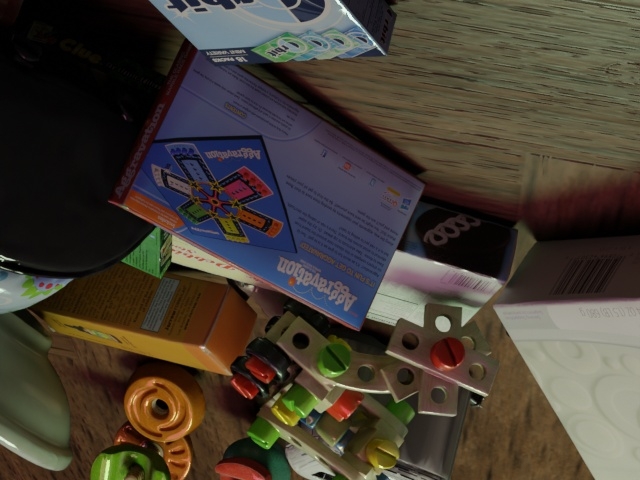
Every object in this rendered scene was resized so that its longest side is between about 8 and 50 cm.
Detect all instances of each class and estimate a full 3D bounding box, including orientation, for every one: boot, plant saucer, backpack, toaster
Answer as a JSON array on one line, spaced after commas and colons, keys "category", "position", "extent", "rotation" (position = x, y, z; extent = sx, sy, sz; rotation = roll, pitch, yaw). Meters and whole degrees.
[{"category": "boot", "position": [-0.041, 0.046, 1.955], "extent": [0.118, 0.042, 0.087], "rotation": [15, 155, -7]}, {"category": "plant saucer", "position": [-0.383, 0.071, 1.990], "extent": [0.400, 0.100, 0.400], "rotation": [42, 177, 2]}, {"category": "backpack", "position": [-0.347, -0.056, 1.586], "extent": [0.355, 0.273, 0.290], "rotation": [21, 178, 38]}, {"category": "toaster", "position": [0.066, 0.199, 2.114], "extent": [0.227, 0.146, 0.129], "rotation": [23, 156, -22]}]

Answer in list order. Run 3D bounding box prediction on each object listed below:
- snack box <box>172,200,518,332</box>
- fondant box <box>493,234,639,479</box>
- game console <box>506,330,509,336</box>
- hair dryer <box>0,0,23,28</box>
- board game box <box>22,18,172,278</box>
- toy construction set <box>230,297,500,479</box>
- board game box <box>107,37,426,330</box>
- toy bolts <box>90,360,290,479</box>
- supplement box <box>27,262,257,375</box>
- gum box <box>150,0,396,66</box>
[{"category": "snack box", "position": [0.000, 0.000, 1.802], "extent": [0.322, 0.060, 0.187], "rotation": [16, 157, -8]}, {"category": "fondant box", "position": [0.336, 0.146, 1.744], "extent": [0.238, 0.096, 0.330], "rotation": [-5, 128, 44]}, {"category": "game console", "position": [0.352, 0.086, 1.839], "extent": [0.361, 0.044, 0.213], "rotation": [-7, 150, 39]}, {"category": "hair dryer", "position": [-0.366, -0.216, 1.522], "extent": [0.294, 0.080, 0.223], "rotation": [12, 172, 18]}, {"category": "board game box", "position": [-0.189, -0.073, 1.673], "extent": [0.136, 0.030, 0.259], "rotation": [22, 146, 9]}, {"category": "toy construction set", "position": [0.029, 0.150, 1.868], "extent": [0.215, 0.151, 0.327], "rotation": [41, 148, 0]}, {"category": "board game box", "position": [-0.037, -0.041, 1.608], "extent": [0.281, 0.145, 0.027], "rotation": [30, 172, -40]}, {"category": "toy bolts", "position": [-0.137, 0.235, 2.385], "extent": [0.228, 0.158, 0.218], "rotation": [19, 117, 9]}, {"category": "supplement box", "position": [-0.187, 0.071, 2.001], "extent": [0.233, 0.080, 0.078], "rotation": [9, 158, 28]}, {"category": "gum box", "position": [-0.055, -0.193, 1.417], "extent": [0.157, 0.041, 0.184], "rotation": [-1, 153, 31]}]
